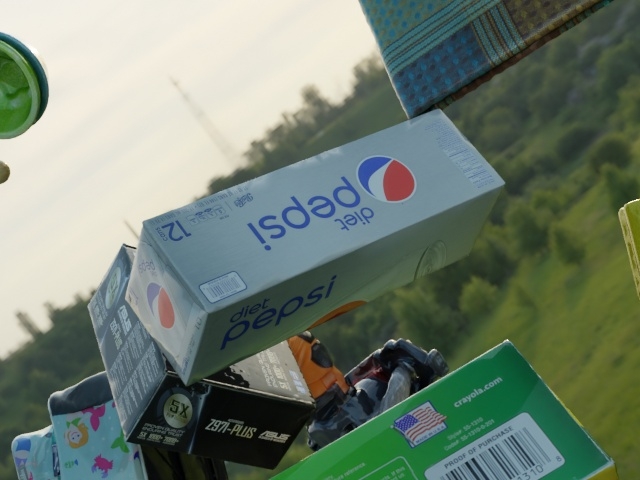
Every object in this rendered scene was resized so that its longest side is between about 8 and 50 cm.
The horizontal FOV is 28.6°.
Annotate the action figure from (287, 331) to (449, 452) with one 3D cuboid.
[{"bbox_3d":[-0.005,0.229,1.594,0.178,0.330,0.341,-59,0,-38],"label":"action figure"}]

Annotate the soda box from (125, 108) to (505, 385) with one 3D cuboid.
[{"bbox_3d":[0.000,0.000,0.953,0.286,0.091,0.098,-23,-29,-32],"label":"soda box"}]

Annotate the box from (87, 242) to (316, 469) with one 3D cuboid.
[{"bbox_3d":[-0.106,0.098,1.083,0.077,0.147,0.180,-58,34,23],"label":"box"}]

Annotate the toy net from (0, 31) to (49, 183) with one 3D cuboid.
[{"bbox_3d":[-0.262,-0.067,0.829,0.232,0.122,0.045,-50,5,34],"label":"toy net"}]

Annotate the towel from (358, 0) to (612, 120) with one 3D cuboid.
[{"bbox_3d":[0.144,-0.321,1.253,0.271,0.370,0.040,-32,-35,20],"label":"towel"}]

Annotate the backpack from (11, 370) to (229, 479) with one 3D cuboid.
[{"bbox_3d":[-0.178,0.267,1.243,0.191,0.253,0.225,-26,-17,10],"label":"backpack"}]

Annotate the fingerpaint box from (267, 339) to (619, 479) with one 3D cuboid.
[{"bbox_3d":[0.046,0.346,1.063,0.445,0.371,0.163,-30,43,-5],"label":"fingerpaint box"}]

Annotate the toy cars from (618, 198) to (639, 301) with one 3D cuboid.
[{"bbox_3d":[0.406,0.036,0.906,0.176,0.394,0.087,-63,-19,5],"label":"toy cars"}]
